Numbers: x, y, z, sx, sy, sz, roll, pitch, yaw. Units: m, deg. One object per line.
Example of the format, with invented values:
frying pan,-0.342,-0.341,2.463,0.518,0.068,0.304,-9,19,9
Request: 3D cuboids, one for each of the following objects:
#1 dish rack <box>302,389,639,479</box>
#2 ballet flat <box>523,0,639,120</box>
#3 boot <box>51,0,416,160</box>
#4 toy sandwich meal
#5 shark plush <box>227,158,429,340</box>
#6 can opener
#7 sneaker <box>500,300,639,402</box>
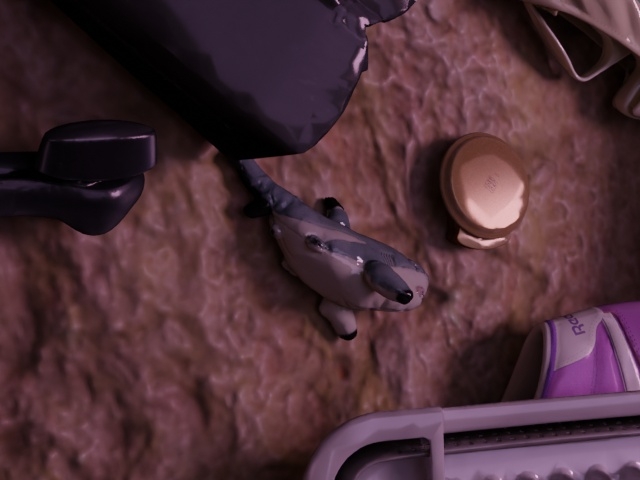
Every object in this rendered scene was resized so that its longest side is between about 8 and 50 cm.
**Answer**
dish rack,0.152,0.239,0.911,0.333,0.072,0.285,-4,92,-9
ballet flat,0.232,-0.140,1.057,0.248,0.086,0.086,37,68,-21
boot,-0.084,-0.313,0.815,0.445,0.146,0.367,40,86,-17
toy sandwich meal,0.114,-0.035,0.998,0.086,0.029,0.085,6,78,-28
shark plush,0.000,0.000,0.930,0.161,0.073,0.067,32,48,-3
can opener,-0.187,-0.034,0.806,0.186,0.059,0.073,-7,116,-22
sneaker,0.199,0.187,1.002,0.161,0.102,0.282,-6,91,-14
